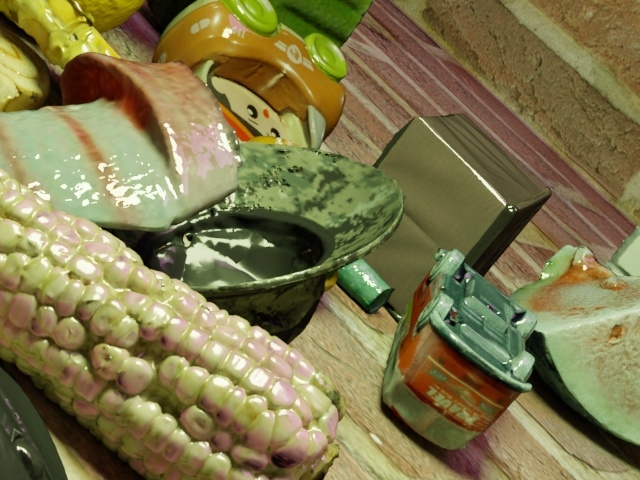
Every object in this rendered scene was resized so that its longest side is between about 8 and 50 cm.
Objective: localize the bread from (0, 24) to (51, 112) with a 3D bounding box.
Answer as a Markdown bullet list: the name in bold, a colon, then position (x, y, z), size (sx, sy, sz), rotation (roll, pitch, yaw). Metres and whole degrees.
- **bread**: position (-0.296, -0.140, 1.292), size (0.149, 0.073, 0.122), rotation (36, 19, -30)

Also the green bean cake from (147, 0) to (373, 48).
- **green bean cake**: position (-0.075, -0.313, 1.946), size (0.156, 0.247, 0.250), rotation (26, 21, -42)

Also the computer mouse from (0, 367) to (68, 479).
- **computer mouse**: position (-0.195, 0.101, 0.863), size (0.172, 0.057, 0.099), rotation (43, 17, 6)

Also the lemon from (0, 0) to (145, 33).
- **lemon**: position (-0.259, -0.298, 1.599), size (0.187, 0.187, 0.244), rotation (46, 10, 23)

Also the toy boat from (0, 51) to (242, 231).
- **toy boat**: position (-0.210, -0.066, 1.129), size (0.282, 0.096, 0.206), rotation (-4, 41, -29)

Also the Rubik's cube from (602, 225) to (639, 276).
- **Rubik's cube**: position (0.499, 0.098, 2.079), size (0.253, 0.259, 0.256), rotation (44, 17, 13)

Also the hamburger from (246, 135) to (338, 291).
- **hamburger**: position (-0.032, -0.026, 1.483), size (0.162, 0.115, 0.162), rotation (34, 16, -12)

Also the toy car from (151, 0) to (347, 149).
- **toy car**: position (-0.076, -0.145, 1.736), size (0.235, 0.145, 0.235), rotation (33, 36, -29)

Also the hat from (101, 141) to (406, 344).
- **hat**: position (-0.068, 0.026, 1.213), size (0.266, 0.128, 0.265), rotation (1, 25, 0)

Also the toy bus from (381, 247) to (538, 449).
- **toy bus**: position (0.127, 0.104, 1.470), size (0.121, 0.120, 0.265), rotation (38, 15, -3)

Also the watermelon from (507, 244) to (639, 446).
- **watermelon**: position (0.336, 0.096, 1.800), size (0.290, 0.214, 0.319), rotation (17, 38, -48)

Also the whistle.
- **whistle**: position (0.000, 0.000, 1.629), size (0.186, 0.039, 0.039), rotation (45, 16, 20)

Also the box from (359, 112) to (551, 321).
- **box**: position (0.132, -0.028, 1.737), size (0.153, 0.188, 0.252), rotation (42, 18, 10)

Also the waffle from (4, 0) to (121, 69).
- **waffle**: position (-0.197, -0.147, 1.412), size (0.312, 0.060, 0.307), rotation (49, -1, 29)

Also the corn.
- **corn**: position (-0.137, 0.060, 1.009), size (0.335, 0.126, 0.126), rotation (35, 16, -3)
